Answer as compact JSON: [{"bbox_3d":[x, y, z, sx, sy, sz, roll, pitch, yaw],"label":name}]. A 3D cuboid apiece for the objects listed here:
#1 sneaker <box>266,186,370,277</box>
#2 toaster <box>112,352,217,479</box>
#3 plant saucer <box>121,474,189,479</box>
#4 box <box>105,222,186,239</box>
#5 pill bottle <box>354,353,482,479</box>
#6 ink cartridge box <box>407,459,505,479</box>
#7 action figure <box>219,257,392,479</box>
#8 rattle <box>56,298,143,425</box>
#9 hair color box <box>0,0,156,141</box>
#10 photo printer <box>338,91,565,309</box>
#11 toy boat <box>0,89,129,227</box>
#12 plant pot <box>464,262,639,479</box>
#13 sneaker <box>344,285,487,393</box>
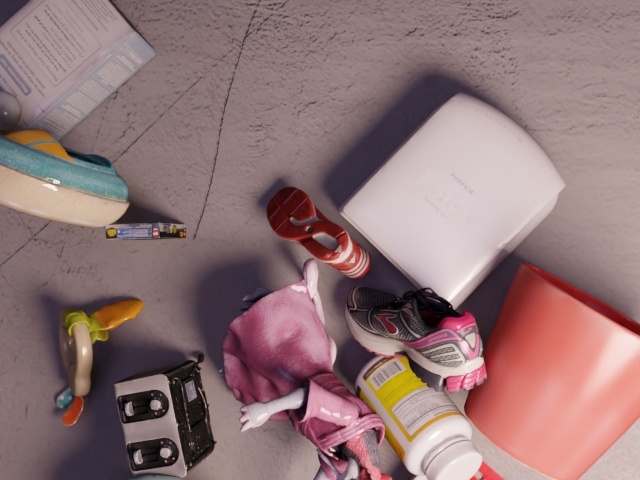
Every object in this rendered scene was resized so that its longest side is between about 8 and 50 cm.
[{"bbox_3d":[0.000,0.000,1.341,0.087,0.128,0.221,-45,45,1],"label":"sneaker"},{"bbox_3d":[-0.250,0.288,1.299,0.110,0.186,0.168,-11,89,10],"label":"toaster"},{"bbox_3d":[-0.236,0.511,1.251,0.318,0.043,0.317,4,113,10],"label":"plant saucer"},{"bbox_3d":[-0.296,-0.015,1.356,0.094,0.137,0.027,-1,90,9],"label":"box"},{"bbox_3d":[0.151,0.275,1.217,0.117,0.117,0.215,-40,48,2],"label":"pill bottle"},{"bbox_3d":[0.181,0.437,1.253,0.134,0.078,0.231,40,90,11],"label":"ink cartridge box"},{"bbox_3d":[0.001,0.251,1.225,0.276,0.248,0.370,-35,51,-21],"label":"action figure"},{"bbox_3d":[-0.391,0.211,1.397,0.130,0.143,0.199,1,99,41],"label":"rattle"},{"bbox_3d":[-0.508,-0.298,1.439,0.374,0.113,0.185,-41,79,1],"label":"hair color box"},{"bbox_3d":[0.222,-0.071,1.297,0.307,0.107,0.256,-45,79,1],"label":"photo printer"},{"bbox_3d":[-0.465,-0.137,1.267,0.318,0.268,0.148,26,96,36],"label":"toy boat"},{"bbox_3d":[0.357,0.202,1.176,0.275,0.275,0.243,30,100,11],"label":"plant pot"},{"bbox_3d":[0.143,0.121,1.217,0.121,0.299,0.112,-20,114,-29],"label":"sneaker"}]
